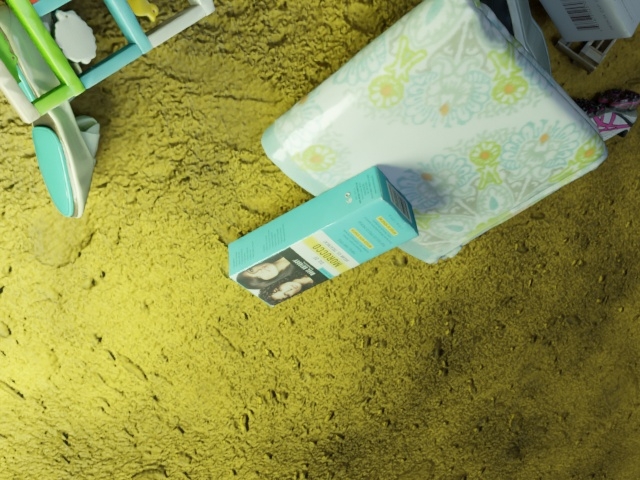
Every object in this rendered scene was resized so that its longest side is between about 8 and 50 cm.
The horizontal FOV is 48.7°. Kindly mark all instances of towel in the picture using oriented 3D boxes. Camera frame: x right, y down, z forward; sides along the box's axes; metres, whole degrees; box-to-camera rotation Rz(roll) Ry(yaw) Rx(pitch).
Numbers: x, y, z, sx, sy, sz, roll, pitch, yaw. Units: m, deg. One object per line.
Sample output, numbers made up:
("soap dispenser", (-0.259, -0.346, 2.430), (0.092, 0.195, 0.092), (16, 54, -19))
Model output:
("towel", (0.160, -0.130, 0.941), (0.320, 0.090, 0.374), (-36, 134, 29))

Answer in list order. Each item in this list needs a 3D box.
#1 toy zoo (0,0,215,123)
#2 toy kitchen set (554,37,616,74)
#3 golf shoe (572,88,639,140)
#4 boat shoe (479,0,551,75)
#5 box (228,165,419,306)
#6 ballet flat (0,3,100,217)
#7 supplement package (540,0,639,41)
("toy zoo", (-0.238, -0.281, 0.739), (0.293, 0.030, 0.192), (-40, 121, -21))
("toy kitchen set", (0.401, -0.302, 1.053), (0.068, 0.083, 0.075), (37, 98, 7))
("golf shoe", (0.430, -0.184, 1.125), (0.186, 0.067, 0.086), (-13, 122, -19))
("boat shoe", (0.232, -0.310, 0.944), (0.114, 0.091, 0.302), (-57, 133, -45))
("box", (0.000, 0.000, 0.955), (0.244, 0.060, 0.100), (-28, 137, 22))
("ballet flat", (-0.295, -0.145, 0.802), (0.086, 0.086, 0.248), (-20, 122, -15))
("supplement package", (0.391, -0.373, 0.955), (0.105, 0.105, 0.179), (39, 76, -35))
